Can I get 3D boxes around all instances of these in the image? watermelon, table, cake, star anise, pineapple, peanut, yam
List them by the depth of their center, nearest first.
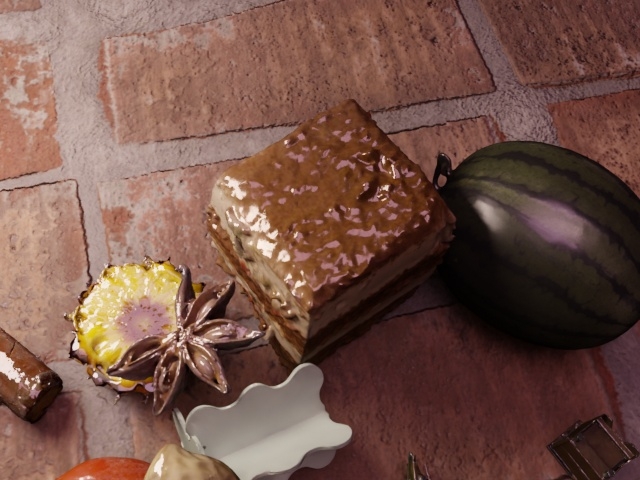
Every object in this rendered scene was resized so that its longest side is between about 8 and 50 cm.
[{"bbox_3d":[-0.113,0.324,0.796,0.124,0.256,0.123,-17,38,14],"label":"peanut"},{"bbox_3d":[-0.073,0.263,0.965,0.198,0.166,0.166,-19,67,-23],"label":"table"},{"bbox_3d":[-0.167,0.141,0.966,0.172,0.063,0.208,19,62,21],"label":"star anise"},{"bbox_3d":[-0.429,0.183,1.006,0.141,0.079,0.079,35,66,12],"label":"yam"},{"bbox_3d":[0.000,0.000,1.020,0.282,0.290,0.255,-33,68,-17],"label":"cake"},{"bbox_3d":[0.386,0.298,1.025,0.070,0.082,0.083,-30,70,-19],"label":"table"},{"bbox_3d":[-0.257,0.127,1.047,0.225,0.076,0.224,4,64,-8],"label":"pineapple"},{"bbox_3d":[0.311,-0.001,1.058,0.359,0.279,0.279,30,65,12],"label":"watermelon"}]

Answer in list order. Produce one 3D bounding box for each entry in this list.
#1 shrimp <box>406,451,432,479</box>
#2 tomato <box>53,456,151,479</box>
[{"bbox_3d":[0.109,0.436,0.949,0.169,0.058,0.295,-10,69,-8],"label":"shrimp"},{"bbox_3d":[-0.254,0.368,0.856,0.208,0.208,0.184,-15,49,-13],"label":"tomato"}]
